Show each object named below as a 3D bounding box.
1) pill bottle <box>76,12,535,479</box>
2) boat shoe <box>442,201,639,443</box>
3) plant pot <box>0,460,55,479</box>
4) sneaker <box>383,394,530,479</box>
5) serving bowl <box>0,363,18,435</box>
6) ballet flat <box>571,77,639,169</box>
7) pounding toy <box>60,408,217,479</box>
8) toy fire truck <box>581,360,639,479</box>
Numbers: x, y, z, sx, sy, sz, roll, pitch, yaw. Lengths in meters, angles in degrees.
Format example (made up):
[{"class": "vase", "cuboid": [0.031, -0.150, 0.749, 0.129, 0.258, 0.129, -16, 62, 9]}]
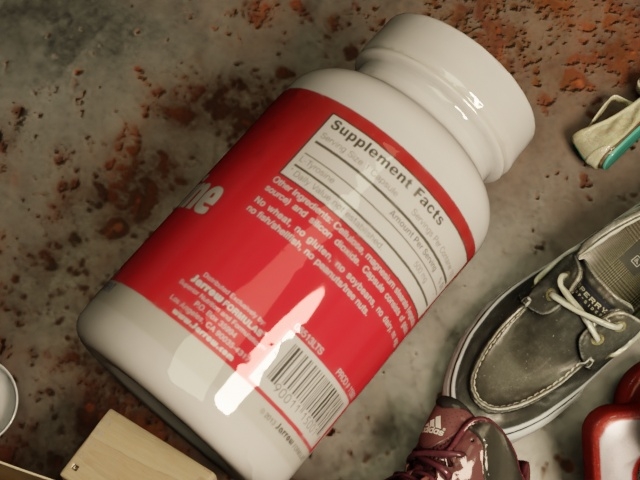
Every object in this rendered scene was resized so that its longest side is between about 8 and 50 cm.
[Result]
[{"class": "pill bottle", "cuboid": [0.000, 0.000, 1.084, 0.229, 0.229, 0.407, 39, 75, 9]}, {"class": "boat shoe", "cuboid": [0.242, 0.053, 1.134, 0.335, 0.119, 0.121, -43, 79, -13]}, {"class": "plant pot", "cuboid": [-0.284, 0.250, 1.066, 0.109, 0.096, 0.109, 19, 73, 4]}, {"class": "sneaker", "cuboid": [0.062, 0.207, 1.049, 0.281, 0.106, 0.162, 13, 85, -27]}, {"class": "serving bowl", "cuboid": [-0.318, 0.150, 1.131, 0.083, 0.027, 0.083, 1, 73, -3]}, {"class": "ballet flat", "cuboid": [0.322, -0.137, 1.230, 0.168, 0.057, 0.052, -37, 68, -12]}, {"class": "pounding toy", "cuboid": [-0.150, 0.242, 1.065, 0.130, 0.141, 0.100, 29, 64, 16]}, {"class": "toy fire truck", "cuboid": [0.387, 0.230, 1.077, 0.302, 0.169, 0.254, -5, 92, -3]}]
